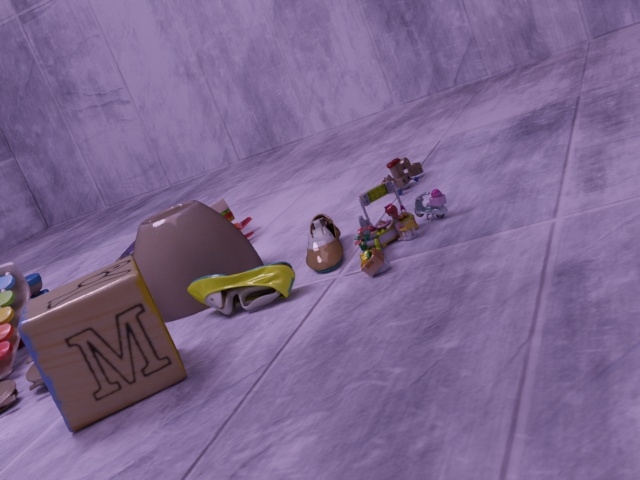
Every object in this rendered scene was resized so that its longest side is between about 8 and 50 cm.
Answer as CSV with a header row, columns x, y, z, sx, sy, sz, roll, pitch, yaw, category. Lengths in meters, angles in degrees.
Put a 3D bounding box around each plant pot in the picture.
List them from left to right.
x,y,z,sx,sy,sz,roll,pitch,yaw,category
-0.286,0.026,1.732,0.284,0.191,0.284,-21,14,6,plant pot

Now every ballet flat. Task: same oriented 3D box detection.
x,y,z,sx,sy,sz,roll,pitch,yaw,category
-0.152,0.097,1.509,0.231,0.077,0.077,-13,57,23,ballet flat
0.000,0.000,1.631,0.080,0.073,0.232,-22,14,4,ballet flat

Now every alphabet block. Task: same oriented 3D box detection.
x,y,z,sx,sy,sz,roll,pitch,yaw,category
-0.352,0.159,1.320,0.197,0.193,0.192,-25,15,-11,alphabet block

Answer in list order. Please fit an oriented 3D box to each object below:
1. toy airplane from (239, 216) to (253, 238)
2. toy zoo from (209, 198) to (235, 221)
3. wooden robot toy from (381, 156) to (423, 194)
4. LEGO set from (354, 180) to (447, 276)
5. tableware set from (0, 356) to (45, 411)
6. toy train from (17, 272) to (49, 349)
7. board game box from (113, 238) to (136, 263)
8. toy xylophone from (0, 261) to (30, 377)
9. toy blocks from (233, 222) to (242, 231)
x,y,z,sx,sy,sz,roll,pitch,yaw,category
-0.222,-0.011,2.109,0.151,0.028,0.151,-29,17,10,toy airplane
-0.319,-0.030,2.152,0.192,0.030,0.293,-33,-3,-4,toy zoo
0.175,-0.151,1.959,0.079,0.076,0.173,-25,8,39,wooden robot toy
0.114,-0.034,1.512,0.132,0.107,0.287,-10,18,41,LEGO set
-0.556,0.274,1.531,0.194,0.039,0.128,-31,27,-10,tableware set
-0.749,0.186,1.936,0.248,0.143,0.105,-24,13,-8,toy train
-0.480,0.074,1.992,0.208,0.056,0.347,-50,13,6,board game box
-0.753,0.208,1.787,0.236,0.081,0.323,-24,44,10,toy xylophone
-0.234,-0.002,1.999,0.148,0.054,0.123,-9,38,44,toy blocks
